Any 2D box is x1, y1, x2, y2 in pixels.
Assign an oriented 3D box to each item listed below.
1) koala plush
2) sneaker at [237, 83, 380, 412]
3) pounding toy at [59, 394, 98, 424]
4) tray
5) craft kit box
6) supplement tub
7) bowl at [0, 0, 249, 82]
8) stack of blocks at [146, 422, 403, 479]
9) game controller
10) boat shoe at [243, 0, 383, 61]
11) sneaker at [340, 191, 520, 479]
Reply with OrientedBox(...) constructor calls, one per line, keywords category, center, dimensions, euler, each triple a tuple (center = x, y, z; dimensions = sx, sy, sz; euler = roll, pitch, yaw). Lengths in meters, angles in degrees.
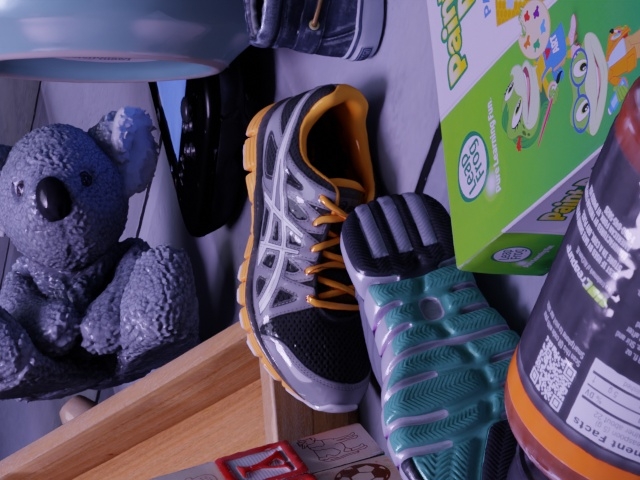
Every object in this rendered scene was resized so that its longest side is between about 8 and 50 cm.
OrientedBox(category="koala plush", center=(-0.204, 0.006, 1.456), dimensions=(0.203, 0.196, 0.221), euler=(67, -174, -80))
OrientedBox(category="sneaker", center=(0.000, 0.000, 1.101), dimensions=(0.083, 0.084, 0.215), euler=(-33, 59, 50))
OrientedBox(category="pounding toy", center=(-0.168, 0.258, 1.527), dimensions=(0.154, 0.155, 0.269), euler=(45, 146, 26))
OrientedBox(category="tray", center=(-0.116, 0.211, 1.245), dimensions=(0.411, 0.076, 0.202), euler=(-31, 57, 46))
OrientedBox(category="craft kit box", center=(0.122, -0.141, 0.829), dimensions=(0.246, 0.061, 0.249), euler=(129, 140, -62))
OrientedBox(category="supplement tub", center=(0.135, 0.035, 0.692), dimensions=(0.106, 0.106, 0.198), euler=(-111, 31, -47))
OrientedBox(category="bowl", center=(-0.153, -0.195, 1.212), dimensions=(0.311, 0.312, 0.163), euler=(177, 93, -69))
OrientedBox(category="stack of blocks", center=(-0.024, 0.268, 0.986), dimensions=(0.087, 0.171, 0.297), euler=(-136, 36, -65))
OrientedBox(category="game controller", center=(-0.112, -0.153, 1.438), dimensions=(0.319, 0.067, 0.166), euler=(-108, 29, -45))
OrientedBox(category="boat shoe", center=(-0.005, -0.206, 1.133), dimensions=(0.065, 0.083, 0.183), euler=(155, 116, -67))
OrientedBox(category="sneaker", center=(0.068, 0.079, 0.942), dimensions=(0.098, 0.083, 0.223), euler=(81, 177, -48))
